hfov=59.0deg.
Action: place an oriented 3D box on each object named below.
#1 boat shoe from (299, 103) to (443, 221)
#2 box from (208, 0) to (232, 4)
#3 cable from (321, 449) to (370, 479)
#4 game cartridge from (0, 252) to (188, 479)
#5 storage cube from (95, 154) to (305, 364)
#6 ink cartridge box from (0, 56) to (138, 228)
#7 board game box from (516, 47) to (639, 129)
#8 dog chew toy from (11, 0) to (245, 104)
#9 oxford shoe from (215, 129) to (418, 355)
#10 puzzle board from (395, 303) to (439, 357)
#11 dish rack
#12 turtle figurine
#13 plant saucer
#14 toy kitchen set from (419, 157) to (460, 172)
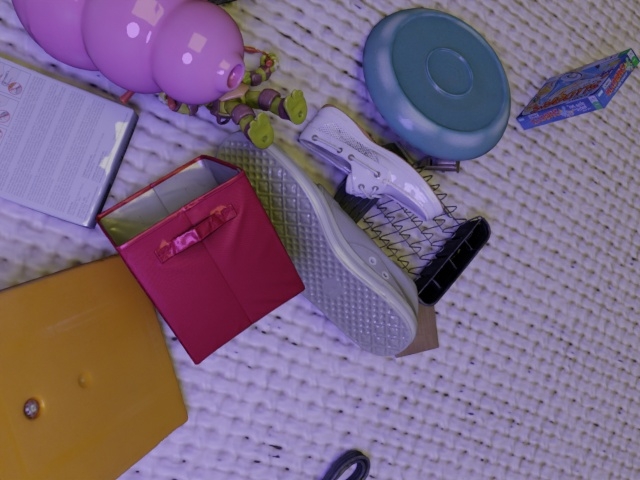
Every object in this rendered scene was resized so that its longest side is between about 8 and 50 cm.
[{"bbox_3d":[0.079,-0.111,0.956,0.277,0.098,0.096,41,80,16],"label":"boat shoe"},{"bbox_3d":[-0.195,-0.467,0.900,0.220,0.051,0.175,-25,99,-22],"label":"box"},{"bbox_3d":[-0.028,0.463,0.948,0.287,0.072,0.140,-13,100,-23],"label":"cable"},{"bbox_3d":[-0.323,0.184,0.736,0.323,0.052,0.286,-27,103,-65],"label":"game cartridge"},{"bbox_3d":[-0.167,0.015,0.786,0.183,0.215,0.193,-34,116,-17],"label":"storage cube"},{"bbox_3d":[-0.408,-0.143,0.812,0.232,0.066,0.189,20,82,-8],"label":"ink cartridge box"},{"bbox_3d":[0.501,-0.293,1.117,0.035,0.201,0.136,46,72,-16],"label":"board game box"},{"bbox_3d":[-0.241,-0.293,0.747,0.331,0.207,0.207,32,75,14],"label":"dog chew toy"},{"bbox_3d":[0.000,0.000,0.943,0.449,0.169,0.130,47,35,-8],"label":"oxford shoe"},{"bbox_3d":[0.175,0.150,1.074,0.096,0.011,0.128,-8,92,-22],"label":"puzzle board"},{"bbox_3d":[0.161,-0.039,1.034,0.271,0.074,0.208,48,71,-13],"label":"dish rack"},{"bbox_3d":[-0.142,-0.212,0.859,0.269,0.217,0.087,-29,140,-34],"label":"turtle figurine"},{"bbox_3d":[0.228,-0.300,1.040,0.317,0.043,0.318,7,71,-20],"label":"plant saucer"},{"bbox_3d":[0.228,-0.171,1.073,0.068,0.083,0.075,4,87,18],"label":"toy kitchen set"}]
